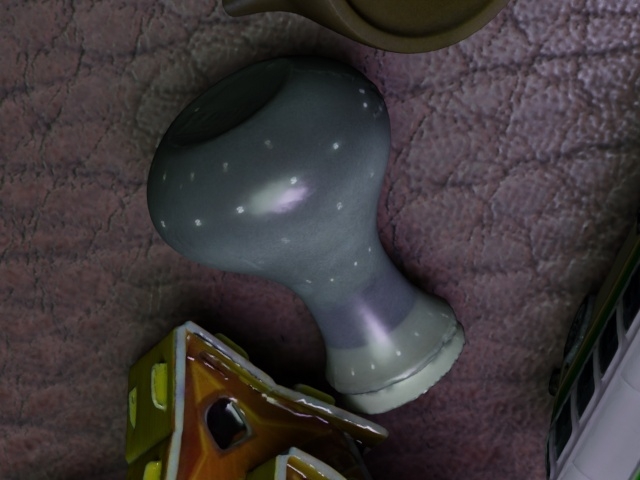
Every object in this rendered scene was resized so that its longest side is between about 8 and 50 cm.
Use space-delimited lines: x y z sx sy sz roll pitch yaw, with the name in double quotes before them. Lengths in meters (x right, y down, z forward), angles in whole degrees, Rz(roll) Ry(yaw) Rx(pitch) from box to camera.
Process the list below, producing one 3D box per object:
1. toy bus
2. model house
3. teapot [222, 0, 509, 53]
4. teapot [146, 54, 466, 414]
"toy bus" 0.260 0.065 1.314 0.143 0.179 0.305 22 131 1
"model house" -0.086 0.230 1.358 0.340 0.300 0.323 -26 82 -20
"teapot" 0.039 -0.242 1.281 0.267 0.175 0.185 -48 130 -4
"teapot" 0.000 0.000 1.372 0.183 0.183 0.251 -26 115 15
